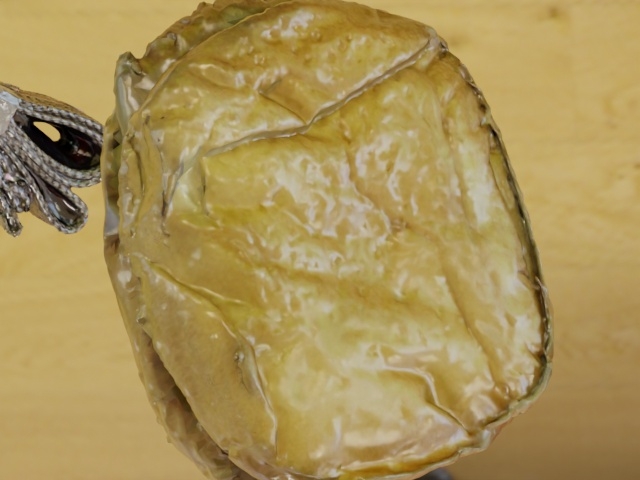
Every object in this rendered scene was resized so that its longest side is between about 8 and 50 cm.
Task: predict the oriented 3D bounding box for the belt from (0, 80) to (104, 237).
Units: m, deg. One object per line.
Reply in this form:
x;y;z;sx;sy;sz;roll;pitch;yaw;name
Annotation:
-0.309;-0.130;1.468;0.126;0.094;0.359;-53;134;-10;belt

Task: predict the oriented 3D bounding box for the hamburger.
0.001;0.001;1.007;0.260;0.145;0.283;-7;87;-29;hamburger
